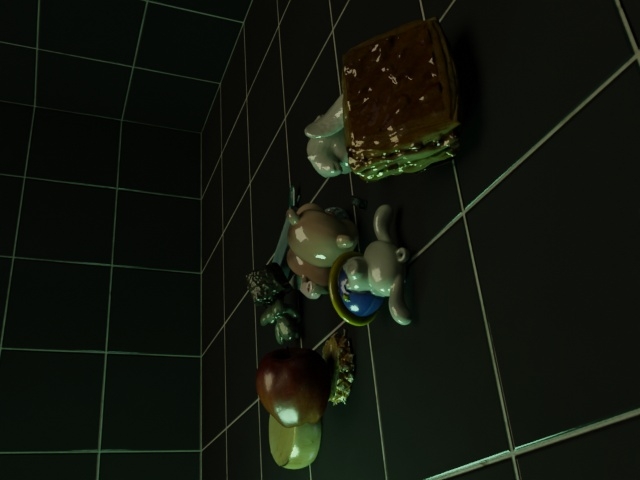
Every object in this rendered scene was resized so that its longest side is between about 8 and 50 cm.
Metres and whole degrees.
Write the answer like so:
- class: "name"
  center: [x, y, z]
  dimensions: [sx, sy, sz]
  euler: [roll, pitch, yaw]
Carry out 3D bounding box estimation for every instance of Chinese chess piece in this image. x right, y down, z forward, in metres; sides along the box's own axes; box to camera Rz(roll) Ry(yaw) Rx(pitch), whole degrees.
- class: "Chinese chess piece"
  center: [-0.080, 0.584, 2.131]
  dimensions: [0.251, 0.097, 0.251]
  euler: [-174, 90, -68]

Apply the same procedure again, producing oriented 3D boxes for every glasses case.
- class: "glasses case"
  center: [-0.112, 0.014, 2.430]
  dimensions: [0.105, 0.056, 0.266]
  euler: [-108, 32, -52]

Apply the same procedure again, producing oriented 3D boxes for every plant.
- class: "plant"
  center: [-0.154, 0.217, 2.305]
  dimensions: [0.146, 0.149, 0.275]
  euler: [-15, -98, -80]

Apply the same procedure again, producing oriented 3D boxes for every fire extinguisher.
- class: "fire extinguisher"
  center: [0.106, -0.105, 1.947]
  dimensions: [0.083, 0.025, 0.038]
  euler: [-142, 38, -66]

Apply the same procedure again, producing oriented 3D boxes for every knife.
- class: "knife"
  center: [-0.066, 0.143, 2.298]
  dimensions: [0.336, 0.043, 0.081]
  euler: [-174, 90, -71]

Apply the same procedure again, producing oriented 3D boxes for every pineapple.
- class: "pineapple"
  center: [0.043, 0.360, 1.946]
  dimensions: [0.221, 0.047, 0.221]
  euler: [-174, 90, -70]

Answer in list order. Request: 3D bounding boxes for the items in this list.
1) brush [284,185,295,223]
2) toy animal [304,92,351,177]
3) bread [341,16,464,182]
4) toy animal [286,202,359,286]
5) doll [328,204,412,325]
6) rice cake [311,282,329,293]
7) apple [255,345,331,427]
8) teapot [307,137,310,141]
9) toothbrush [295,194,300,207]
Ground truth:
- class: "brush"
  center: [-0.113, -0.103, 2.469]
  dimensions: [0.043, 0.032, 0.193]
  euler: [12, 103, 56]
- class: "toy animal"
  center: [0.101, -0.305, 1.759]
  dimensions: [0.265, 0.271, 0.206]
  euler: [-48, 64, 37]
- class: "bread"
  center: [0.191, -0.304, 1.528]
  dimensions: [0.277, 0.167, 0.325]
  euler: [-16, 69, 23]
- class: "toy animal"
  center: [-0.009, 0.016, 1.962]
  dimensions: [0.221, 0.210, 0.229]
  euler: [-68, -9, 16]
- class: "doll"
  center: [0.112, 0.063, 1.698]
  dimensions: [0.242, 0.159, 0.311]
  euler: [145, 131, -64]
- class: "rice cake"
  center: [0.010, 0.039, 2.112]
  dimensions: [0.052, 0.057, 0.256]
  euler: [148, 127, -85]
- class: "apple"
  center: [-0.073, 0.403, 1.887]
  dimensions: [0.234, 0.234, 0.234]
  euler: [-174, 90, -69]
- class: "teapot"
  center: [0.032, -0.302, 2.087]
  dimensions: [0.165, 0.130, 0.119]
  euler: [36, -140, -78]
- class: "toothbrush"
  center: [-0.102, -0.100, 2.494]
  dimensions: [0.011, 0.014, 0.167]
  euler: [55, 137, 35]
